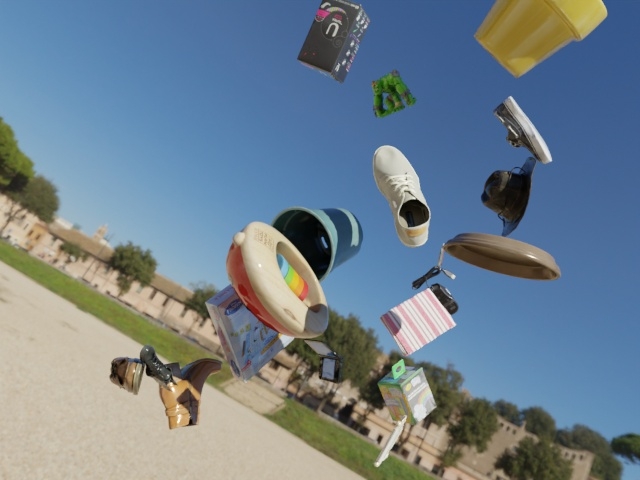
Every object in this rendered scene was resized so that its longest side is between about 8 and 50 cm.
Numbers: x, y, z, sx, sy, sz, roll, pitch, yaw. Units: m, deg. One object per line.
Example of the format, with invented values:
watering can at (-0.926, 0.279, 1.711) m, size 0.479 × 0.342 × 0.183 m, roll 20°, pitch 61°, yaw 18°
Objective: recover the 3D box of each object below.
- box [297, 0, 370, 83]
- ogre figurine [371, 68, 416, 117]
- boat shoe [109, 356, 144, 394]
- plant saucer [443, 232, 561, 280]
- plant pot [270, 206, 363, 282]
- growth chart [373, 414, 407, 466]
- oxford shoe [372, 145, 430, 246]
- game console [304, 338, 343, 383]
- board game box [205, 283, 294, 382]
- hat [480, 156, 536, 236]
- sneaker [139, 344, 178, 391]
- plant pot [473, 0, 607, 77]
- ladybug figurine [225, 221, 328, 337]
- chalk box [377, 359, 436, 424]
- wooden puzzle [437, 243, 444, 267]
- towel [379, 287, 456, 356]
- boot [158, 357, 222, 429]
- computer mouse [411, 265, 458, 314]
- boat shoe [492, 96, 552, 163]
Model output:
box at (0.053, -0.775, 2.016) m, size 0.165 × 0.271 × 0.143 m, roll 27°, pitch 9°, yaw 20°
ogre figurine at (0.212, -0.449, 1.602) m, size 0.197 × 0.096 × 0.118 m, roll -126°, pitch -167°, yaw -80°
boat shoe at (-0.611, 0.420, 1.639) m, size 0.104 × 0.111 × 0.307 m, roll 16°, pitch -21°, yaw -15°
plant saucer at (0.439, 0.038, 1.271) m, size 0.277 × 0.041 × 0.278 m, roll 17°, pitch -9°, yaw 3°
plant pot at (0.000, 0.000, 2.292) m, size 0.340 × 0.342 × 0.334 m, roll 21°, pitch 21°, yaw 28°
growth chart at (0.220, 0.608, 1.599) m, size 0.021 × 0.172 × 0.237 m, roll 28°, pitch -6°, yaw 19°
oxford shoe at (0.318, -0.192, 2.017) m, size 0.169 × 0.450 × 0.130 m, roll -13°, pitch -25°, yaw -2°
game console at (0.003, 0.328, 1.423) m, size 0.071 × 0.108 × 0.122 m, roll 12°, pitch -12°, yaw -24°
board game box at (-0.208, 0.257, 1.775) m, size 0.065 × 0.318 × 0.318 m, roll 10°, pitch -55°, yaw 39°
hat at (0.662, -0.168, 1.902) m, size 0.133 × 0.332 × 0.331 m, roll 15°, pitch -19°, yaw 7°
sneaker at (-0.480, 0.381, 1.558) m, size 0.089 × 0.051 × 0.170 m, roll 20°, pitch -45°, yaw 17°
plant pot at (0.531, -0.556, 1.318) m, size 0.254 × 0.239 × 0.254 m, roll 35°, pitch 25°, yaw -20°
ladybug figurine at (-0.135, 0.131, 1.557) m, size 0.161 × 0.305 × 0.449 m, roll -25°, pitch -53°, yaw 17°
chalk box at (0.314, 0.553, 1.949) m, size 0.132 × 0.132 × 0.213 m, roll -15°, pitch -82°, yaw 54°
wooden puzzle at (0.372, 0.047, 1.608) m, size 0.006 × 0.084 × 0.049 m, roll 13°, pitch 21°, yaw 22°
towel at (0.298, 0.248, 1.600) m, size 0.144 × 0.197 × 0.029 m, roll 57°, pitch -19°, yaw 19°
boot at (-0.444, 0.538, 1.852) m, size 0.109 × 0.220 × 0.283 m, roll -25°, pitch -19°, yaw 26°
computer mouse at (0.572, 0.224, 2.445) m, size 0.262 × 0.184 × 0.060 m, roll 40°, pitch 26°, yaw -12°
boat shoe at (0.740, -0.391, 1.935) m, size 0.108 × 0.102 × 0.301 m, roll 4°, pitch 55°, yaw -53°
